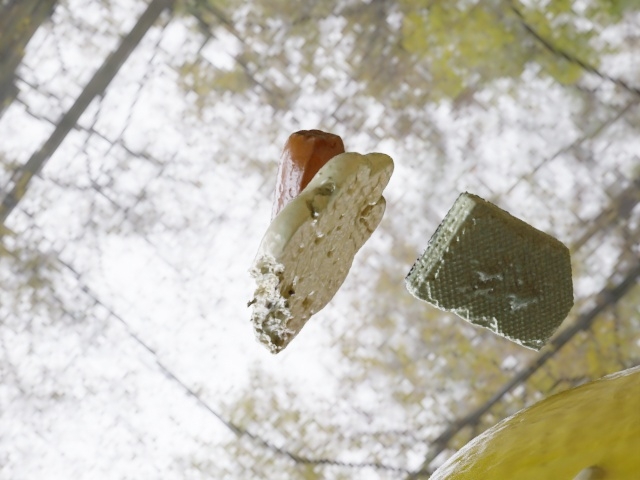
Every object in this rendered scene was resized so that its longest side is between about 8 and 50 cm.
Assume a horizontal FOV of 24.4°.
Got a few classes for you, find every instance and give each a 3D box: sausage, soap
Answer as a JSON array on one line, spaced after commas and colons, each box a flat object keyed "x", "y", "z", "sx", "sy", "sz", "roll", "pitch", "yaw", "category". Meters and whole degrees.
[{"x": -0.016, "y": -0.022, "z": 1.563, "sx": 0.076, "sy": 0.198, "sz": 0.076, "roll": 8, "pitch": -157, "yaw": -3, "category": "sausage"}, {"x": 0.255, "y": 0.160, "z": 1.093, "sx": 0.306, "sy": 0.427, "sz": 0.115, "roll": -40, "pitch": -74, "yaw": -55, "category": "soap"}]

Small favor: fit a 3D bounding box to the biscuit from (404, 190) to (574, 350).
[{"x": 0.237, "y": 0.047, "z": 1.904, "sx": 0.252, "sy": 0.150, "sz": 0.052, "roll": 26, "pitch": -166, "yaw": -37, "category": "biscuit"}]

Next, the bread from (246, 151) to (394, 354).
[{"x": 0.000, "y": 0.000, "z": 1.379, "sx": 0.039, "sy": 0.251, "sz": 0.182, "roll": 35, "pitch": -114, "yaw": 14, "category": "bread"}]
